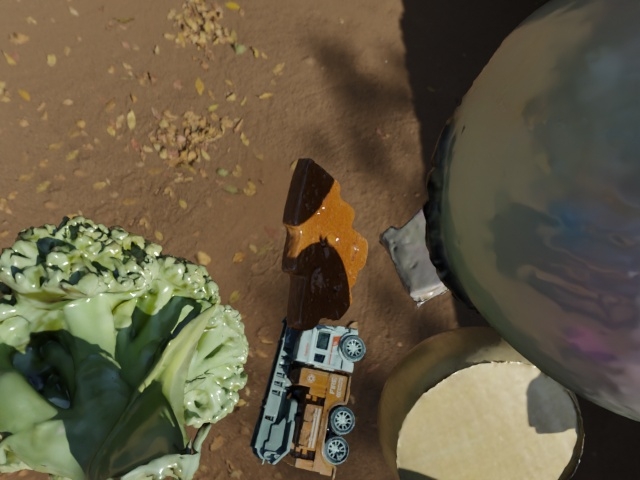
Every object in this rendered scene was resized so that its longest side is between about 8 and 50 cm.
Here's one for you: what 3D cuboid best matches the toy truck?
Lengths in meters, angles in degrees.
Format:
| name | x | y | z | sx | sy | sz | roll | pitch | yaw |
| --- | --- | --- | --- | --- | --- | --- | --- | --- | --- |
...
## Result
| name | x | y | z | sx | sy | sz | roll | pitch | yaw |
| --- | --- | --- | --- | --- | --- | --- | --- | --- | --- |
| toy truck | -0.025 | 0.302 | 0.999 | 0.185 | 0.133 | 0.337 | 16 | 68 | -13 |

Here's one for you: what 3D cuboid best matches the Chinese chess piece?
| name | x | y | z | sx | sy | sz | roll | pitch | yaw |
| --- | --- | --- | --- | --- | --- | --- | --- | --- | --- |
| Chinese chess piece | 0.199 | 0.233 | 0.602 | 0.250 | 0.103 | 0.249 | -1 | 106 | -5 |

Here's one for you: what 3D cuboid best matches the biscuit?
| name | x | y | z | sx | sy | sz | roll | pitch | yaw |
| --- | --- | --- | --- | --- | --- | --- | --- | --- | --- |
| biscuit | 0.000 | 0.000 | 0.841 | 0.284 | 0.043 | 0.305 | -42 | 126 | -49 |

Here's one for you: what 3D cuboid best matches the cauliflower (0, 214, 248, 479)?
| name | x | y | z | sx | sy | sz | roll | pitch | yaw |
| --- | --- | --- | --- | --- | --- | --- | --- | --- | --- |
| cauliflower | -0.211 | 0.138 | 0.442 | 0.328 | 0.260 | 0.280 | 10 | 38 | -26 |

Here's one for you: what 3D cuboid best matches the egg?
| name | x | y | z | sx | sy | sz | roll | pitch | yaw |
| --- | --- | --- | --- | --- | --- | --- | --- | --- | --- |
| egg | 0.308 | -0.012 | 0.331 | 0.355 | 0.340 | 0.353 | -9 | 114 | -20 |

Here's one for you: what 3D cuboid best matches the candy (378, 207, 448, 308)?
| name | x | y | z | sx | sy | sz | roll | pitch | yaw |
| --- | --- | --- | --- | --- | --- | --- | --- | --- | --- |
| candy | 0.247 | 0.036 | 1.106 | 0.185 | 0.137 | 0.195 | -29 | 70 | 15 |
